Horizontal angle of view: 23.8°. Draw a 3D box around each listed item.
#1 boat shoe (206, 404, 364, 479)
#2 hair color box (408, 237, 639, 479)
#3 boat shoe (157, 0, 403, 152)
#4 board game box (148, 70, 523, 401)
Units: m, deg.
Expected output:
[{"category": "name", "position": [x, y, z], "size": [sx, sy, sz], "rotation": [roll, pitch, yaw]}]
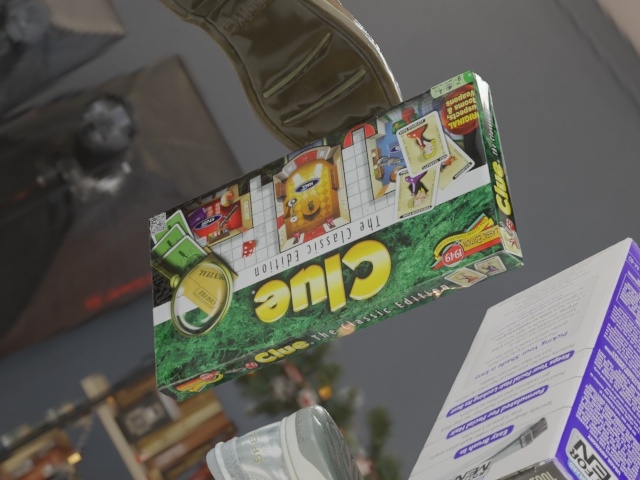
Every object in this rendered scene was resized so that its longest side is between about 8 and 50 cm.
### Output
[{"category": "boat shoe", "position": [0.009, 0.282, 1.263], "size": [0.118, 0.103, 0.320], "rotation": [-92, 161, -60]}, {"category": "hair color box", "position": [0.205, 0.156, 1.367], "size": [0.110, 0.185, 0.339], "rotation": [51, 37, -11]}, {"category": "boat shoe", "position": [-0.035, -0.177, 1.151], "size": [0.307, 0.110, 0.104], "rotation": [48, 24, -30]}, {"category": "board game box", "position": [0.000, 0.000, 0.972], "size": [0.030, 0.259, 0.136], "rotation": [33, 41, -50]}]
